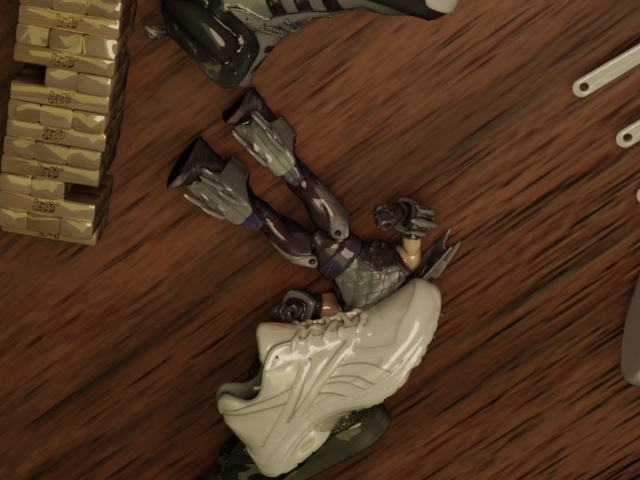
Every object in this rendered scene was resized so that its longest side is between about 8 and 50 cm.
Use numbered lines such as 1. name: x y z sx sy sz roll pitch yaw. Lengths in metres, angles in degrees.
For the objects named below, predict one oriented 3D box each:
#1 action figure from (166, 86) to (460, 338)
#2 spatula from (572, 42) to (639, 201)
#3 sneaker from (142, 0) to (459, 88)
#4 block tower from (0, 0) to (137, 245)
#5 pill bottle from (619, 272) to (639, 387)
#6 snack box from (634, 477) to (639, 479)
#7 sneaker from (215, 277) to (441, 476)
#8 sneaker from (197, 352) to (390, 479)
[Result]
1. action figure: 0.000 0.000 1.497 0.285 0.099 0.185 42 103 -13
2. spatula: 0.350 -0.146 1.441 0.242 0.019 0.168 -30 111 15
3. sneaker: -0.021 -0.198 1.427 0.269 0.101 0.153 16 111 5
4. block tower: -0.216 -0.160 1.459 0.097 0.091 0.335 9 111 1
5. pill bottle: 0.457 0.099 1.437 0.361 0.204 0.204 18 110 -2
6. snack box: 0.357 0.292 1.547 0.207 0.070 0.174 -26 90 3
7. sneaker: 0.001 0.102 1.458 0.232 0.090 0.115 -42 104 9
8. sneaker: -0.061 0.178 1.572 0.227 0.087 0.130 -32 102 11
